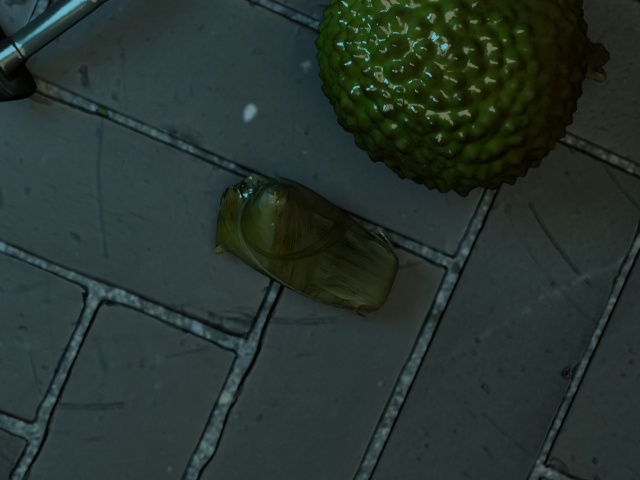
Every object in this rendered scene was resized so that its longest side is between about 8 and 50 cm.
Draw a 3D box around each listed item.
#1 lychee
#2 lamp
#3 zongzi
[{"bbox_3d":[0.133,-0.181,1.790,0.270,0.320,0.269,2,98,14],"label":"lychee"},{"bbox_3d":[-0.250,-0.284,1.805,0.283,0.124,0.203,-35,89,-5],"label":"lamp"},{"bbox_3d":[0.000,0.000,1.824,0.195,0.197,0.099,25,78,-13],"label":"zongzi"}]
